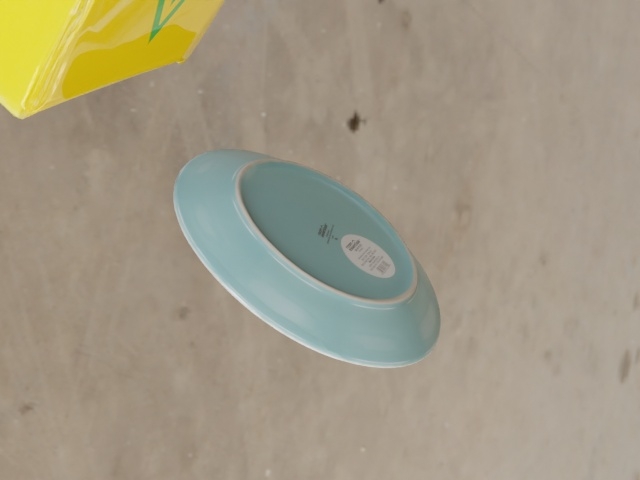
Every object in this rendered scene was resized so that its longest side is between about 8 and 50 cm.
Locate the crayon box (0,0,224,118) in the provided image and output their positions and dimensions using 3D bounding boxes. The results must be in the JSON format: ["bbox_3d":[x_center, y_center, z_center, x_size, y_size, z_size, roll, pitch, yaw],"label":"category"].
[{"bbox_3d":[-0.118,-0.269,0.290,0.313,0.363,0.106,-51,174,33],"label":"crayon box"}]

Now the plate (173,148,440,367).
[{"bbox_3d":[0.000,0.000,0.663,0.188,0.188,0.024,-18,147,-57],"label":"plate"}]
